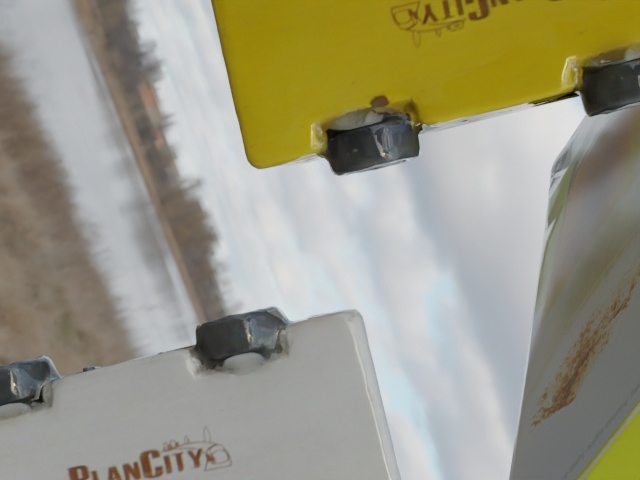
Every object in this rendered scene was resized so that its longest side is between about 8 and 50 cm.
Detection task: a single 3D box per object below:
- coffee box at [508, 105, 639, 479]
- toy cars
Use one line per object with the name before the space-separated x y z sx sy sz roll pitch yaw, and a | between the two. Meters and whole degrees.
coffee box | 0.319 0.003 0.607 0.334 0.338 0.337 -69 -175 -52
toy cars | 0.000 0.000 0.517 0.176 0.393 0.087 36 6 8
